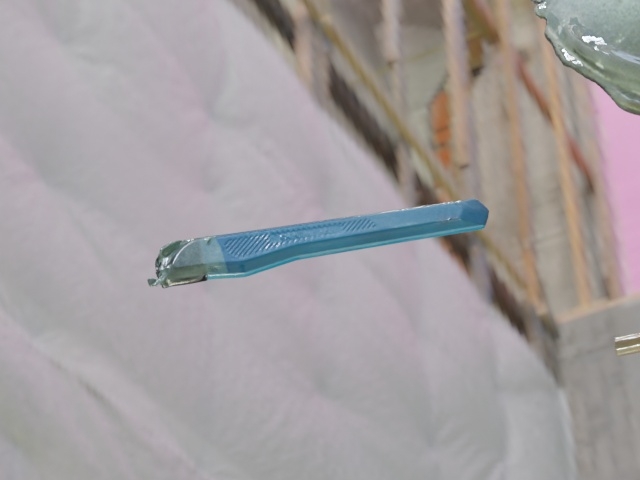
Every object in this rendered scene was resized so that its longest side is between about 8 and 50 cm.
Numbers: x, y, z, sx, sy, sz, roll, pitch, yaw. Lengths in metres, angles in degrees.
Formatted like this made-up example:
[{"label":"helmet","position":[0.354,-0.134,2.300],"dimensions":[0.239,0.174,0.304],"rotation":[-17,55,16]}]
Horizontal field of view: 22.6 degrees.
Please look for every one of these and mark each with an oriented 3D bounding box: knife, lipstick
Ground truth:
[{"label":"knife","position":[0.000,0.002,1.346],"dimensions":[0.026,0.296,0.044],"rotation":[92,166,-48]},{"label":"lipstick","position":[0.312,0.087,1.451],"dimensions":[0.019,0.094,0.019],"rotation":[45,-143,-49]}]

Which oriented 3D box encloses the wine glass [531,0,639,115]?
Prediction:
[{"label":"wine glass","position":[0.165,-0.173,0.578],"dimensions":[0.156,0.156,0.232],"rotation":[-80,-4,-51]}]
